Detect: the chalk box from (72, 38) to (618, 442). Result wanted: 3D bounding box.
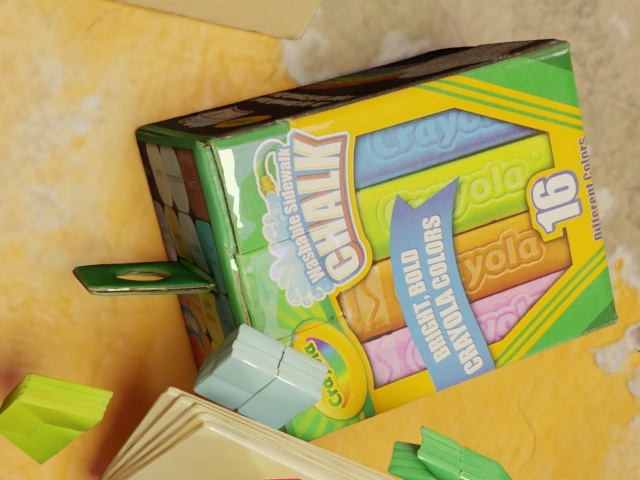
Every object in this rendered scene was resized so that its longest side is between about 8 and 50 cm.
[{"bbox_3d":[0.000,0.000,0.635,0.289,0.180,0.179,-18,104,-17],"label":"chalk box"}]

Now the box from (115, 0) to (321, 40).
[{"bbox_3d":[-0.049,-0.204,0.593,0.164,0.201,0.021,9,52,-23],"label":"box"}]

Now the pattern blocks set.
[{"bbox_3d":[-0.044,0.147,0.586,0.285,0.325,0.026,35,50,-24],"label":"pattern blocks set"}]
